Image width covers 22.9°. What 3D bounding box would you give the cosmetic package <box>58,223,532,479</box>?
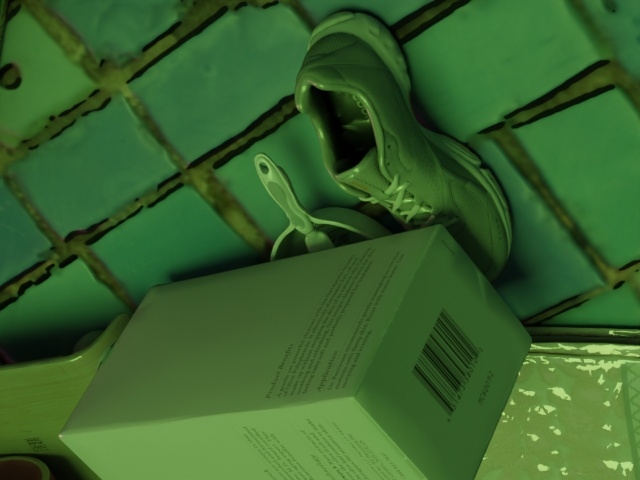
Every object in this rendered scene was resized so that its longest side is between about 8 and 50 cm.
[{"bbox_3d":[-0.029,0.126,1.356,0.365,0.197,0.155,-13,127,44],"label":"cosmetic package"}]

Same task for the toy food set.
[{"bbox_3d":[-0.275,0.176,1.625,0.306,0.092,0.220,-10,130,29],"label":"toy food set"}]

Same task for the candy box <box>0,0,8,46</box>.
[{"bbox_3d":[-0.382,-0.129,1.304,0.122,0.317,0.268,22,129,6],"label":"candy box"}]

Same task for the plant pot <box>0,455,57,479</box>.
[{"bbox_3d":[-0.307,0.327,1.596,0.201,0.201,0.180,-4,117,25],"label":"plant pot"}]

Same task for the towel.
[{"bbox_3d":[0.242,0.226,1.457,0.316,0.053,0.332,-1,121,23],"label":"towel"}]

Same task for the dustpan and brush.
[{"bbox_3d":[0.000,0.000,1.396,0.147,0.060,0.211,-14,116,29],"label":"dustpan and brush"}]

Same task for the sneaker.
[{"bbox_3d":[0.059,-0.054,1.298,0.099,0.121,0.262,-27,109,34],"label":"sneaker"}]
